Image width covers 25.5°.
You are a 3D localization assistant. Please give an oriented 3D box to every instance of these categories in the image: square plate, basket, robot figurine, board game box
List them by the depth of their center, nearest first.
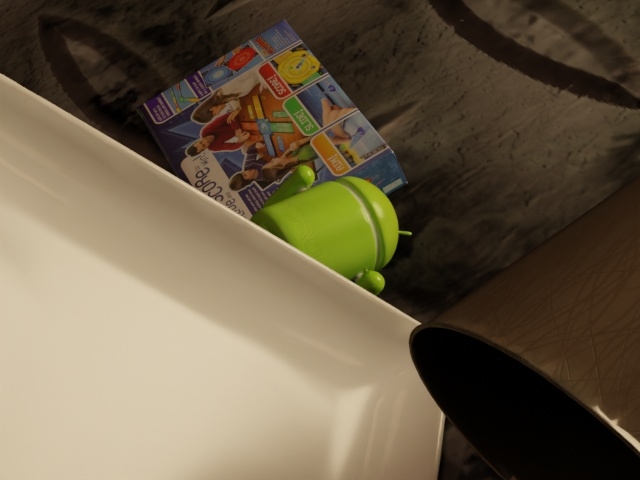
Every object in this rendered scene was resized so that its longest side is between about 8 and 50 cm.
[{"bbox_3d":[-0.092,0.118,0.695,0.049,0.344,0.347,-38,30,43],"label":"square plate"},{"bbox_3d":[0.194,0.037,0.723,0.227,0.154,0.204,-41,46,-19],"label":"basket"},{"bbox_3d":[0.000,0.000,0.899,0.115,0.067,0.101,-23,65,-26],"label":"robot figurine"},{"bbox_3d":[-0.041,-0.071,1.023,0.136,0.035,0.201,-31,43,-3],"label":"board game box"}]
